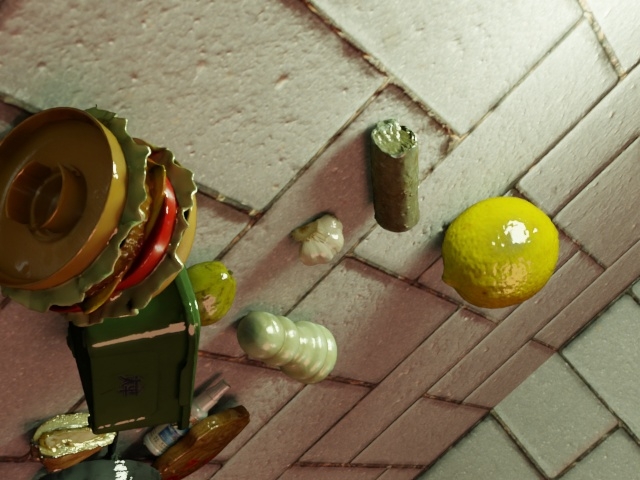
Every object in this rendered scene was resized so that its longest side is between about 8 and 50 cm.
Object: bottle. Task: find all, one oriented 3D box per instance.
[{"bbox_3d":[-0.282,0.372,1.902,0.217,0.060,0.060,-42,150,4],"label":"bottle"}]

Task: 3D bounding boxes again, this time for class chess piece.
[{"bbox_3d":[-0.078,0.211,1.843,0.133,0.133,0.243,-44,145,10],"label":"chess piece"}]

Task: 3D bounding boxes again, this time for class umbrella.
[{"bbox_3d":[-0.425,0.431,1.845,0.044,0.044,0.269,-52,169,-48],"label":"umbrella"}]

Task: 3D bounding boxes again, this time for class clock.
[{"bbox_3d":[-0.466,0.540,1.847,0.280,0.055,0.281,-10,143,-8],"label":"clock"}]

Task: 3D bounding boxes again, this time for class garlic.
[{"bbox_3d":[0.003,0.003,1.688,0.113,0.074,0.094,-48,143,-14],"label":"garlic"}]

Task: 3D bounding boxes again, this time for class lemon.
[{"bbox_3d":[0.397,0.027,1.985,0.267,0.267,0.267,-27,149,-18],"label":"lemon"}]

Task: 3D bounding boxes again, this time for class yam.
[{"bbox_3d":[0.139,-0.117,1.650,0.093,0.093,0.259,-31,149,-13],"label":"yam"}]

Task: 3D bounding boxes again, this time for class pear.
[{"bbox_3d":[-0.205,0.094,1.554,0.131,0.107,0.107,-33,151,7],"label":"pear"}]

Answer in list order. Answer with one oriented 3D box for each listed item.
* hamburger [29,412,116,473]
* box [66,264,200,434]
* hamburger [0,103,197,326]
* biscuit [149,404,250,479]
[{"bbox_3d":[-0.485,0.384,1.677,0.176,0.087,0.102,-9,151,-51],"label":"hamburger"},{"bbox_3d":[-0.301,0.136,1.384,0.177,0.253,0.329,-8,140,-21],"label":"box"},{"bbox_3d":[-0.287,-0.025,1.139,0.274,0.274,0.212,-44,147,11],"label":"hamburger"},{"bbox_3d":[-0.267,0.467,1.999,0.257,0.049,0.273,-43,165,11],"label":"biscuit"}]
